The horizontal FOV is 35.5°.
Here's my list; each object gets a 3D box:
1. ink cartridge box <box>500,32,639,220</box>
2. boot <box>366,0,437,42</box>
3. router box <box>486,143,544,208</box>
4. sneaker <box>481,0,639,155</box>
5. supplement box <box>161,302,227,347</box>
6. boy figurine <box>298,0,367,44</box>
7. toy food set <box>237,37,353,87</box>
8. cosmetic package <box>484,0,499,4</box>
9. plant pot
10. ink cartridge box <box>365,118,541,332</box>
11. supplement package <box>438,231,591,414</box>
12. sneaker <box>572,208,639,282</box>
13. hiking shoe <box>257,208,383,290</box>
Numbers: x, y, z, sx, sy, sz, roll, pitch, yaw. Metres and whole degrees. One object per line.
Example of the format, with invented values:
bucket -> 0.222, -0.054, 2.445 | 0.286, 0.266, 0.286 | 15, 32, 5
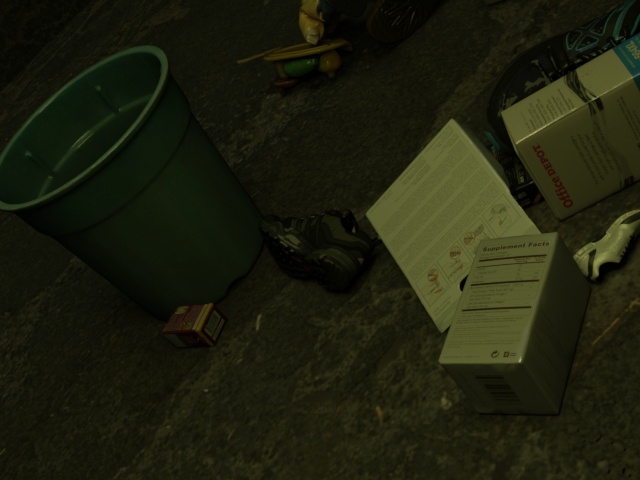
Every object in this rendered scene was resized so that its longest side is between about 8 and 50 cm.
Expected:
ink cartridge box -> 0.348, -0.139, 1.240 | 0.203, 0.148, 0.085 | -28, 36, 15
boot -> 0.127, -0.481, 1.909 | 0.236, 0.089, 0.269 | -42, 31, -8
router box -> 0.249, -0.086, 1.370 | 0.092, 0.038, 0.122 | -24, 37, 21
sneaker -> 0.359, -0.236, 1.306 | 0.341, 0.125, 0.139 | -37, 5, -5
supplement box -> -0.194, 0.131, 1.532 | 0.083, 0.043, 0.055 | -6, 46, 38
boy figurine -> 0.018, -0.439, 1.869 | 0.177, 0.092, 0.285 | -62, 11, -6
toy food set -> -0.035, -0.334, 1.906 | 0.218, 0.071, 0.128 | 0, 21, 38
cosmetic package -> 0.365, -0.498, 1.661 | 0.238, 0.127, 0.107 | -12, 42, 37
plant pot -> -0.280, -0.068, 1.584 | 0.341, 0.334, 0.341 | -25, 36, 20
ink cartridge box -> 0.178, -0.018, 1.317 | 0.189, 0.066, 0.232 | -48, 53, 22
supplement package -> 0.223, 0.093, 1.129 | 0.105, 0.105, 0.179 | -7, 45, 39
sneaker -> 0.349, 0.008, 1.177 | 0.109, 0.040, 0.043 | -42, 50, 3
hiking shoe -> 0.000, 0.000, 1.485 | 0.114, 0.086, 0.227 | -37, 37, -22
